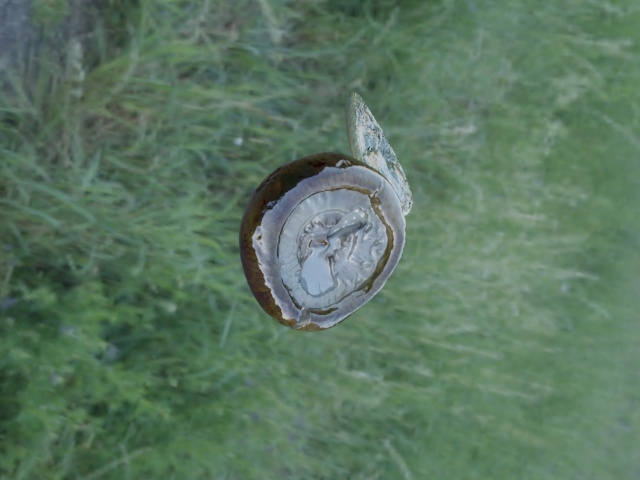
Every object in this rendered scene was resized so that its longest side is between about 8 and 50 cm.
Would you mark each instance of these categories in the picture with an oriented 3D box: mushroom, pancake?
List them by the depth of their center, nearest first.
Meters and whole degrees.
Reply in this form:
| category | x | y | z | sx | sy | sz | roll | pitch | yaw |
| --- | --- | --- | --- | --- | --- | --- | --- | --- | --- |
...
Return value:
| category | x | y | z | sx | sy | sz | roll | pitch | yaw |
| --- | --- | --- | --- | --- | --- | --- | --- | --- | --- |
| mushroom | 0.000 | 0.000 | 0.743 | 0.123 | 0.052 | 0.123 | -14 | 120 | -25 |
| pancake | 0.063 | -0.096 | 1.307 | 0.158 | 0.028 | 0.158 | 55 | 20 | -33 |
